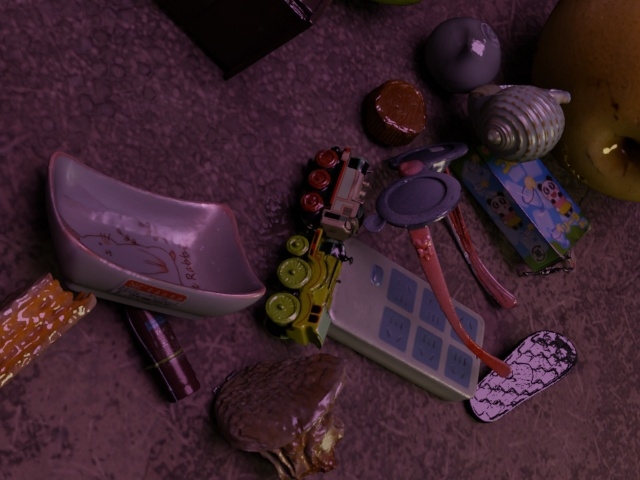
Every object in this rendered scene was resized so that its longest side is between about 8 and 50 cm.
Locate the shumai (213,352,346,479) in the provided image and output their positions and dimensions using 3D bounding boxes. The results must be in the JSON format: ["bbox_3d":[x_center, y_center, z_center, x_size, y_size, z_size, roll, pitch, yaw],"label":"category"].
[{"bbox_3d":[-0.033,0.191,1.079,0.145,0.145,0.116,-49,130,-38],"label":"shumai"}]

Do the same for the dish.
[{"bbox_3d":[-0.172,0.010,1.006,0.212,0.077,0.151,18,30,-34],"label":"dish"}]

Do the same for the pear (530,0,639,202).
[{"bbox_3d":[0.465,-0.227,1.466,0.348,0.348,0.349,13,68,-36],"label":"pear"}]

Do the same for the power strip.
[{"bbox_3d":[0.096,0.097,1.245,0.270,0.046,0.118,31,59,-28],"label":"power strip"}]

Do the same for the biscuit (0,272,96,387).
[{"bbox_3d":[-0.338,0.149,0.840,0.054,0.094,0.378,55,51,-12],"label":"biscuit"}]

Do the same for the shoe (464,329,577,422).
[{"bbox_3d":[0.255,0.178,1.353,0.179,0.049,0.071,-32,84,-23],"label":"shoe"}]

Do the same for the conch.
[{"bbox_3d":[0.252,-0.156,1.340,0.153,0.135,0.102,-9,121,-55],"label":"conch"}]

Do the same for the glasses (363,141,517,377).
[{"bbox_3d":[0.153,0.023,1.266,0.234,0.118,0.268,-70,143,-63],"label":"glasses"}]

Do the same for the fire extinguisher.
[{"bbox_3d":[-0.166,0.097,1.035,0.132,0.039,0.056,64,26,-4],"label":"fire extinguisher"}]

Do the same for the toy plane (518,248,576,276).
[{"bbox_3d":[0.324,0.026,1.466,0.120,0.031,0.049,-4,84,-38],"label":"toy plane"}]

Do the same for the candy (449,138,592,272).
[{"bbox_3d":[0.274,-0.061,1.408,0.194,0.062,0.097,52,51,0],"label":"candy"}]

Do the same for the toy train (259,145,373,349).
[{"bbox_3d":[0.000,0.000,1.174,0.085,0.053,0.250,11,61,10],"label":"toy train"}]

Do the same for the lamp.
[{"bbox_3d":[0.192,-0.251,1.397,0.105,0.105,0.105,13,68,-36],"label":"lamp"}]

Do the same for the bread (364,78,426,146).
[{"bbox_3d":[0.093,-0.161,1.321,0.085,0.053,0.085,10,68,-24],"label":"bread"}]

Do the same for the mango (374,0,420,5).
[{"bbox_3d":[0.024,-0.422,1.280,0.343,0.156,0.192,25,59,-29],"label":"mango"}]

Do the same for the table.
[{"bbox_3d":[-0.089,-0.322,1.145,0.193,0.169,0.172,45,52,-20],"label":"table"}]
